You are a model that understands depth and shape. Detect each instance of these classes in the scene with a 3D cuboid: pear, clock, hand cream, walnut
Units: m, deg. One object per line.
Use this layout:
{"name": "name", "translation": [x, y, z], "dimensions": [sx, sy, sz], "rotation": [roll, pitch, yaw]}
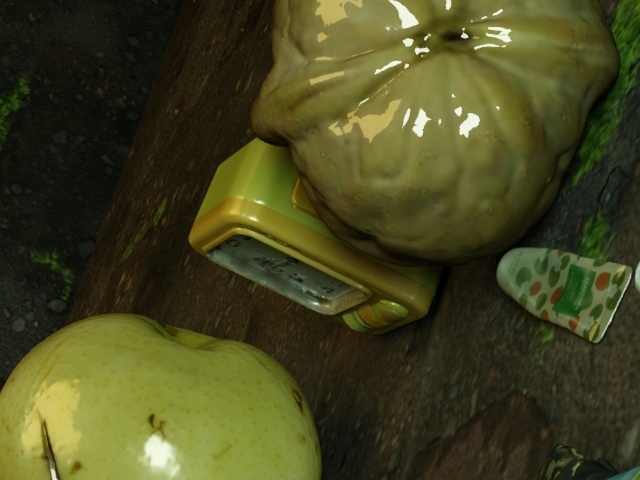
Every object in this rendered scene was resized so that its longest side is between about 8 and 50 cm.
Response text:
{"name": "pear", "translation": [-0.147, 0.213, 1.523], "dimensions": [0.309, 0.309, 0.309], "rotation": [-57, 17, 27]}
{"name": "clock", "translation": [0.000, 0.000, 1.527], "dimensions": [0.096, 0.202, 0.143], "rotation": [-68, 15, -18]}
{"name": "hand cream", "translation": [0.169, 0.033, 1.244], "dimensions": [0.057, 0.037, 0.165], "rotation": [-65, 21, -1]}
{"name": "walnut", "translation": [0.084, -0.126, 1.324], "dimensions": [0.285, 0.285, 0.296], "rotation": [155, 106, -67]}

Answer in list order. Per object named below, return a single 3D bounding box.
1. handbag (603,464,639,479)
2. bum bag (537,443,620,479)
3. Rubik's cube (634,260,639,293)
{"name": "handbag", "translation": [0.111, 0.238, 0.730], "dimensions": [0.241, 0.222, 0.263], "rotation": [-36, 29, 52]}
{"name": "bum bag", "translation": [0.158, 0.174, 0.959], "dimensions": [0.248, 0.069, 0.102], "rotation": [-178, 77, -73]}
{"name": "Rubik's cube", "translation": [0.282, -0.007, 0.479], "dimensions": [0.256, 0.253, 0.259], "rotation": [-62, 17, 10]}
